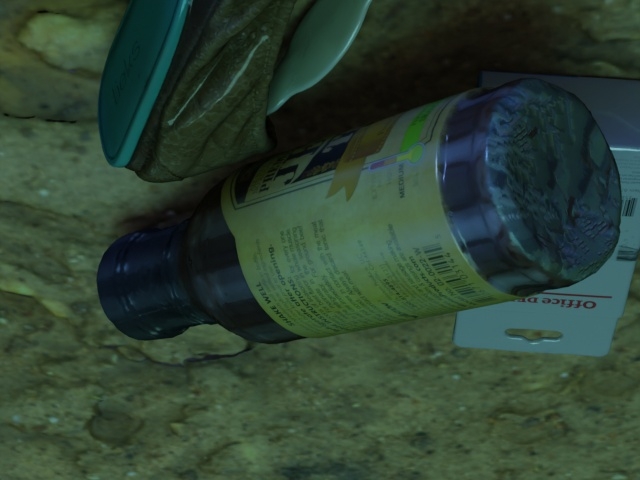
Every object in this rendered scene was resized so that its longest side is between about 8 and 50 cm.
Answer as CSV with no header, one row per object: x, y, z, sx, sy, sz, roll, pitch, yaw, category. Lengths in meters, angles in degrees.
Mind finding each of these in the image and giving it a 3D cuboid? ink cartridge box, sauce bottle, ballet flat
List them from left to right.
-0.021,-0.151,0.775,0.124,0.116,0.342,-2,141,-22,ballet flat
0.000,0.000,0.878,0.344,0.111,0.111,-15,136,43,sauce bottle
0.135,-0.012,0.932,0.104,0.060,0.180,4,137,1,ink cartridge box
